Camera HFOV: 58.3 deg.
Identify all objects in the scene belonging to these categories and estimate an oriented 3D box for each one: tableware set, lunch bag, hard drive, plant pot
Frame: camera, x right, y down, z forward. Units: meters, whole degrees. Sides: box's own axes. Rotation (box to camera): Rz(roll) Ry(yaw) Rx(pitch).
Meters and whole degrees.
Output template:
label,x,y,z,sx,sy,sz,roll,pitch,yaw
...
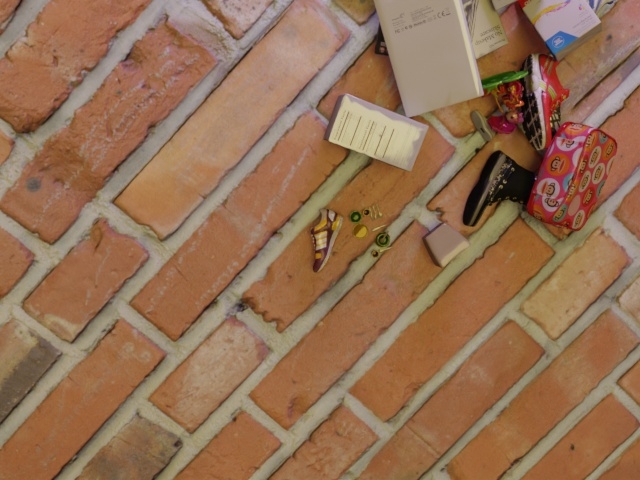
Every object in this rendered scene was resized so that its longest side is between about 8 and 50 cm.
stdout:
label,x,y,z,sx,sy,sz,roll,pitch,yaw
tableware set,0.148,-0.024,1.689,0.103,0.024,0.154,-20,103,-2
lunch bag,0.736,-0.176,1.647,0.258,0.120,0.293,11,104,-42
hard drive,0.284,-0.506,1.497,0.210,0.040,0.319,-13,108,20
plant pot,0.359,0.007,1.682,0.109,0.109,0.096,-39,90,2

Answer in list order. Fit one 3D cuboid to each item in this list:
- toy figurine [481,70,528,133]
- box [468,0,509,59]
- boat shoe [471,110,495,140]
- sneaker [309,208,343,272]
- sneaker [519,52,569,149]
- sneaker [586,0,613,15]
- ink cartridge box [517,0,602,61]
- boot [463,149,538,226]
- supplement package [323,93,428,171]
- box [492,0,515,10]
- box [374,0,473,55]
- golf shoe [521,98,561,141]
label,x,y,z,sx,sy,sz,roll,pitch,yaw
toy figurine,0.519,-0.376,1.600,0.130,0.173,0.159,-33,111,-28
box,0.403,-0.638,1.565,0.113,0.094,0.275,-28,102,1
boat shoe,0.475,-0.338,1.666,0.035,0.035,0.100,-42,100,-26
sneaker,0.000,0.000,1.660,0.083,0.069,0.186,22,92,-1
sneaker,0.624,-0.385,1.571,0.118,0.107,0.279,2,80,-3
sneaker,0.772,-0.724,1.597,0.130,0.112,0.297,23,106,-18
ink cartridge box,0.629,-0.620,1.540,0.134,0.078,0.231,-35,75,25
boot,0.539,-0.124,1.685,0.178,0.085,0.237,23,97,-13
supplement package,0.147,-0.297,1.578,0.243,0.139,0.134,19,99,-10
box,0.493,-0.710,1.487,0.130,0.091,0.171,-16,108,36
box,0.274,-0.573,1.527,0.230,0.056,0.183,14,115,9
golf shoe,0.670,-0.359,1.660,0.094,0.077,0.198,-43,103,2
